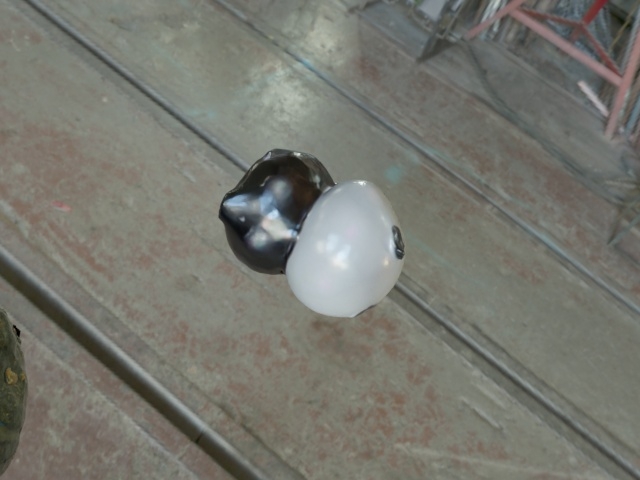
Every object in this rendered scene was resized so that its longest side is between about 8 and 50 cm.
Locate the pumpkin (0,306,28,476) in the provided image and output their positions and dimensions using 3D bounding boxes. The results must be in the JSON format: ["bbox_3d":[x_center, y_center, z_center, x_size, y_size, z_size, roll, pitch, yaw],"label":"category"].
[{"bbox_3d":[-0.514,0.178,0.822,0.257,0.291,0.328,41,44,-66],"label":"pumpkin"}]

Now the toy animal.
[{"bbox_3d":[0.001,-0.004,0.894,0.235,0.187,0.165,28,26,16],"label":"toy animal"}]
